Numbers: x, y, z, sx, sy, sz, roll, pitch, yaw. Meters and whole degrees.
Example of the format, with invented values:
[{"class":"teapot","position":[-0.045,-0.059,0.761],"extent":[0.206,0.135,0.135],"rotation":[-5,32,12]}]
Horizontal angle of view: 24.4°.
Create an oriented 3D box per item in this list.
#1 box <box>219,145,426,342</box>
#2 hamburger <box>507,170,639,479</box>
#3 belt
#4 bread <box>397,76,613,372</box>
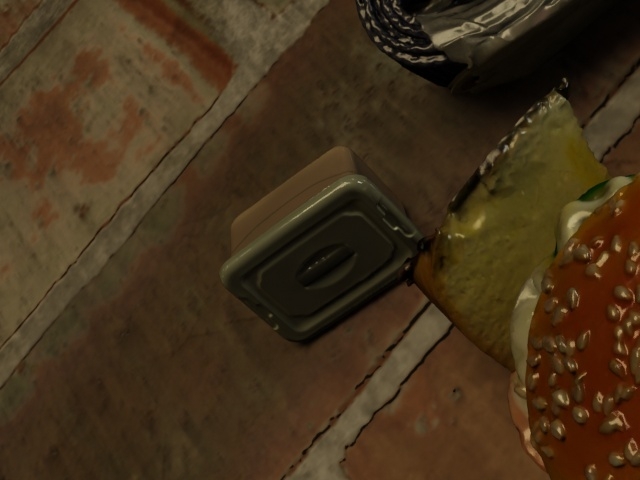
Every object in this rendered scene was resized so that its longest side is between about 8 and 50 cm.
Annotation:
[{"class":"box","position":[0.000,0.000,0.980],"extent":[0.122,0.089,0.062],"rotation":[-35,33,17]},{"class":"hamburger","position":[0.197,0.063,0.694],"extent":[0.237,0.147,0.237],"rotation":[-14,71,48]},{"class":"belt","position":[0.139,-0.190,0.961],"extent":[0.230,0.126,0.139],"rotation":[-37,72,17]},{"class":"bread","position":[0.108,-0.015,0.834],"extent":[0.140,0.160,0.169],"rotation":[-50,41,3]}]
